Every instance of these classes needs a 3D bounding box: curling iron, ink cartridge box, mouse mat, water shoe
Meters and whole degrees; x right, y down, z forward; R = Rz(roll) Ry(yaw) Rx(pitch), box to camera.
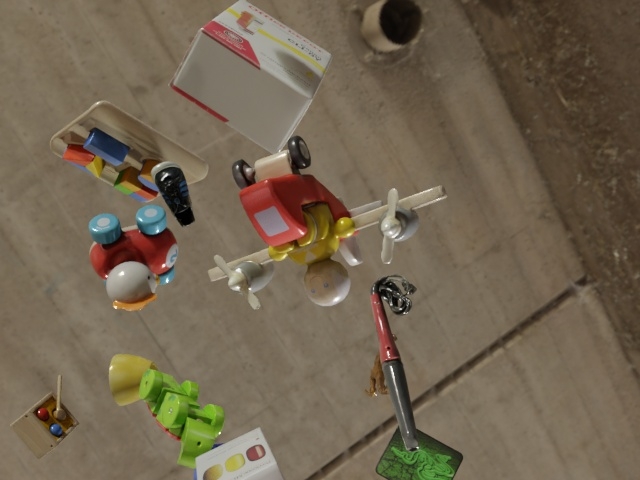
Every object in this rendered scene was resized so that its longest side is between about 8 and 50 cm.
[{"bbox_3d":[0.107,0.157,1.014,0.035,0.068,0.274,39,-144,-39],"label":"curling iron"},{"bbox_3d":[-0.144,-0.395,1.710,0.279,0.160,0.385,31,-153,-8],"label":"ink cartridge box"},{"bbox_3d":[0.254,0.576,1.902,0.189,0.153,0.007,25,163,24],"label":"mouse mat"},{"bbox_3d":[-0.341,-0.110,1.762,0.080,0.072,0.203,57,171,30],"label":"water shoe"}]

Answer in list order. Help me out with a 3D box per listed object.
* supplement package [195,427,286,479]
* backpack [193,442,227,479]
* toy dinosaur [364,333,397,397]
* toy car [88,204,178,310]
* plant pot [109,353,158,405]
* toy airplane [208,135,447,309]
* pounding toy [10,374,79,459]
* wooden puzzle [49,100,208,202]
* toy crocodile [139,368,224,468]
[{"bbox_3d":[-0.124,0.433,1.256,0.134,0.139,0.244,67,169,-3],"label":"supplement package"},{"bbox_3d":[-0.232,0.525,1.721,0.120,0.101,0.098,-7,162,37],"label":"backpack"},{"bbox_3d":[0.120,0.271,1.481,0.211,0.064,0.112,-78,-10,-56],"label":"toy dinosaur"},{"bbox_3d":[-0.430,0.081,1.747,0.219,0.210,0.238,93,159,-45],"label":"toy car"},{"bbox_3d":[-0.476,0.357,1.912,0.134,0.095,0.134,-8,-90,-83],"label":"plant pot"},{"bbox_3d":[0.000,0.000,1.399,0.386,0.384,0.273,128,134,-58],"label":"toy airplane"},{"bbox_3d":[-0.671,0.435,1.828,0.130,0.100,0.141,52,-161,-5],"label":"pounding toy"},{"bbox_3d":[-0.502,-0.197,1.881,0.322,0.081,0.347,31,152,-29],"label":"wooden puzzle"},{"bbox_3d":[-0.298,0.353,1.521,0.115,0.105,0.340,25,179,-34],"label":"toy crocodile"}]
